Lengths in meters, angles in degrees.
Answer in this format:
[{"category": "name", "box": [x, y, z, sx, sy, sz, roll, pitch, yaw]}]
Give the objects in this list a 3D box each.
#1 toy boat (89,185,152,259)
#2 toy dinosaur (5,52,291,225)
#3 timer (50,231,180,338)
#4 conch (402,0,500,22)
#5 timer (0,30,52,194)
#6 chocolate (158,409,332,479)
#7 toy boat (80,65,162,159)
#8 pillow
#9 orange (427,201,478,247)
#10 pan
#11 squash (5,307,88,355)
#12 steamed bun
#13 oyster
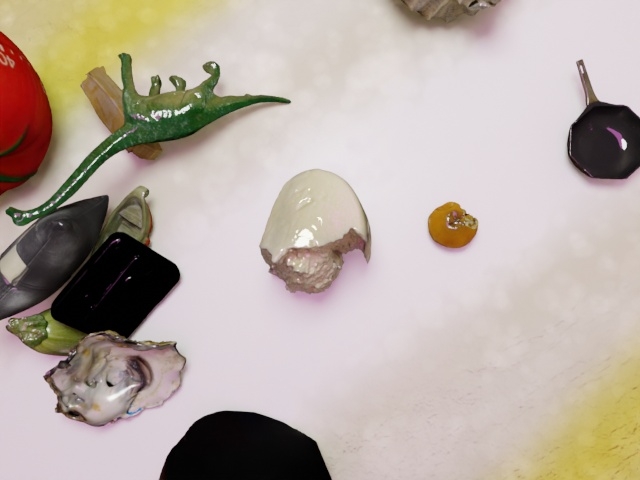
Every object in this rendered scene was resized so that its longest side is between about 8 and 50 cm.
[{"category": "toy boat", "box": [-0.360, -0.015, 0.824, 0.089, 0.071, 0.185, 30, 89, 7]}, {"category": "toy dinosaur", "box": [-0.265, -0.167, 0.753, 0.446, 0.087, 0.301, 0, 70, -10]}, {"category": "timer", "box": [-0.358, 0.092, 0.791, 0.187, 0.055, 0.144, -49, 127, 1]}, {"category": "conch", "box": [0.223, -0.465, 0.766, 0.210, 0.159, 0.291, -30, 46, 11]}, {"category": "timer", "box": [-0.645, -0.207, 0.705, 0.378, 0.378, 0.279, -27, 83, 3]}, {"category": "chocolate", "box": [-0.130, 0.429, 0.703, 0.283, 0.283, 0.186, 17, 104, 5]}, {"category": "toy boat", "box": [-0.368, -0.240, 0.837, 0.064, 0.072, 0.206, -38, 84, 28]}, {"category": "pillow", "box": [-0.469, 0.027, 0.762, 0.250, 0.186, 0.106, -41, 108, 12]}, {"category": "orange", "box": [0.231, -0.026, 0.781, 0.086, 0.062, 0.086, 0, 88, 7]}, {"category": "pan", "box": [0.494, -0.204, 0.775, 0.128, 0.048, 0.202, 4, 89, 4]}, {"category": "squash", "box": [-0.489, 0.165, 0.793, 0.105, 0.132, 0.105, 0, 85, 6]}, {"category": "steamed bun", "box": [0.000, 0.000, 0.716, 0.170, 0.225, 0.200, 23, 87, 5]}, {"category": "oyster", "box": [-0.356, 0.238, 0.790, 0.222, 0.083, 0.214, 3, 124, -19]}]
